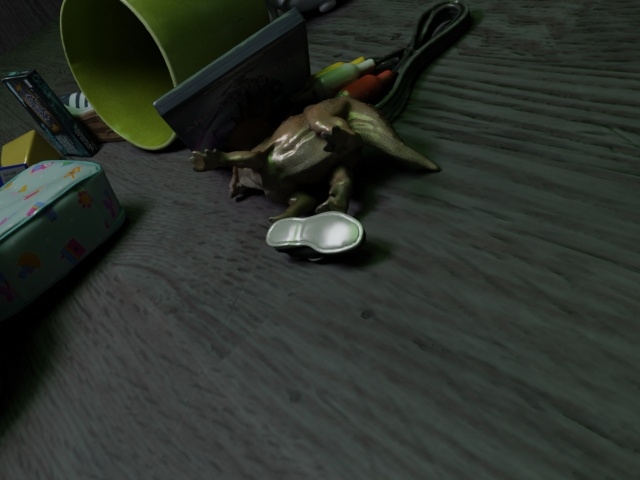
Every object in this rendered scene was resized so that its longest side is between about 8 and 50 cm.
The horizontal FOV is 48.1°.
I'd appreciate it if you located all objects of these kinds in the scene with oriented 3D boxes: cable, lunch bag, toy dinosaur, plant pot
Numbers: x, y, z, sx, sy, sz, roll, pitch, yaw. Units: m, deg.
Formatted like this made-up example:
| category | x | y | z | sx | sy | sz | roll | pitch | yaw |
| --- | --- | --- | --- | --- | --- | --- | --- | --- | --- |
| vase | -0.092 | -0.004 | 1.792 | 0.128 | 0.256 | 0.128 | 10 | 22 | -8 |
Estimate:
| category | x | y | z | sx | sy | sz | roll | pitch | yaw |
| --- | --- | --- | --- | --- | --- | --- | --- | --- | --- |
| cable | 0.100 | -0.240 | 0.937 | 0.287 | 0.072 | 0.139 | -40 | 38 | -10 |
| lunch bag | -0.429 | -0.006 | 1.024 | 0.224 | 0.107 | 0.279 | 3 | 39 | 41 |
| toy dinosaur | -0.015 | -0.113 | 0.831 | 0.296 | 0.127 | 0.200 | -11 | 31 | 22 |
| plant pot | -0.561 | -0.145 | 1.380 | 0.081 | 0.081 | 0.083 | -24 | 42 | 15 |
| plant pot | -0.229 | -0.340 | 1.217 | 0.275 | 0.274 | 0.293 | 4 | 34 | 44 |

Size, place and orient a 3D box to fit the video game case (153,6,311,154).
| category | x | y | z | sx | sy | sz | roll | pitch | yaw |
| --- | --- | --- | --- | --- | --- | --- | --- | --- | --- |
| video game case | -0.099 | -0.186 | 0.933 | 0.196 | 0.026 | 0.274 | -35 | -4 | -2 |

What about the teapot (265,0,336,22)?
| category | x | y | z | sx | sy | sz | roll | pitch | yaw |
| --- | --- | --- | --- | --- | --- | --- | --- | --- | --- |
| teapot | -0.035 | -0.499 | 1.306 | 0.253 | 0.187 | 0.256 | -28 | 1 | -27 |

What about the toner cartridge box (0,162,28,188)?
| category | x | y | z | sx | sy | sz | roll | pitch | yaw |
| --- | --- | --- | --- | --- | --- | --- | --- | --- | --- |
| toner cartridge box | -0.707 | -0.051 | 1.321 | 0.348 | 0.075 | 0.165 | -15 | 5 | 27 |

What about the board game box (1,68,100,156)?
| category | x | y | z | sx | sy | sz | roll | pitch | yaw |
| --- | --- | --- | --- | --- | --- | --- | --- | --- | --- |
| board game box | -0.508 | -0.237 | 1.351 | 0.126 | 0.186 | 0.026 | 10 | 52 | 46 |

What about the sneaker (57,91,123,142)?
| category | x | y | z | sx | sy | sz | roll | pitch | yaw |
| --- | --- | --- | --- | --- | --- | --- | --- | --- | --- |
| sneaker | -0.428 | -0.274 | 1.409 | 0.282 | 0.099 | 0.153 | 8 | 55 | 38 |

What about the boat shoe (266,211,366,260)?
| category | x | y | z | sx | sy | sz | roll | pitch | yaw |
| --- | --- | --- | --- | --- | --- | --- | --- | --- | --- |
| boat shoe | 0.000 | 0.000 | 0.739 | 0.125 | 0.038 | 0.046 | -4 | 61 | 39 |
